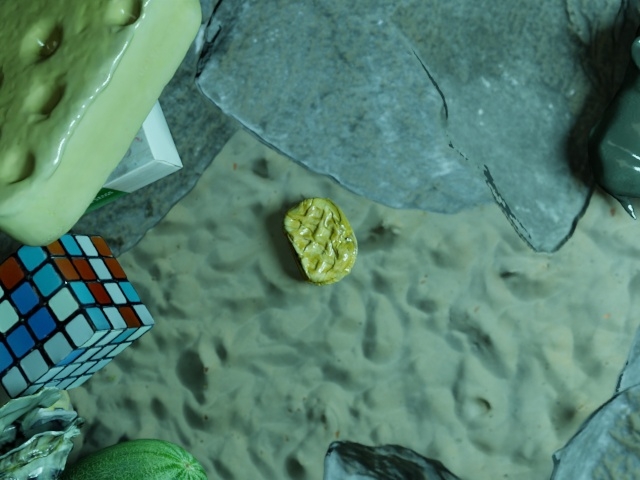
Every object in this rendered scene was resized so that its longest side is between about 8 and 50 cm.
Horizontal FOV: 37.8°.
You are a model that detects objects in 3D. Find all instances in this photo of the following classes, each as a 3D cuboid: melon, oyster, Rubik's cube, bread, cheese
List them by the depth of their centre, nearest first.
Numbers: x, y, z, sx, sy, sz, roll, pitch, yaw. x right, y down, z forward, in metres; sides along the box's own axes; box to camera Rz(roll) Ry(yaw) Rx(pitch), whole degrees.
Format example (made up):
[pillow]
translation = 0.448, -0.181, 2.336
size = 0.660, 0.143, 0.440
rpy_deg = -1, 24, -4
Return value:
[oyster]
translation = -0.413, 0.294, 1.121
size = 0.351, 0.162, 0.158
rpy_deg = -47, 55, 20
[cheese]
translation = -0.335, -0.164, 1.137
size = 0.384, 0.104, 0.384
rpy_deg = -12, 61, 23
[bread]
translation = 0.000, 0.000, 1.145
size = 0.083, 0.044, 0.111
rpy_deg = -28, 77, 14
[melon]
translation = -0.265, 0.354, 1.149
size = 0.287, 0.182, 0.182
rpy_deg = -30, 79, 16
[Rubik's cube]
translation = -0.336, 0.095, 1.198
size = 0.154, 0.155, 0.151
rpy_deg = -37, 79, 14

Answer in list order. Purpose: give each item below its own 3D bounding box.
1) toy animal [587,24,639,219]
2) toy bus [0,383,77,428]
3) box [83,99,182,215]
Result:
[toy animal]
translation = 0.375, -0.140, 0.986
size = 0.146, 0.114, 0.245
rpy_deg = 29, 97, 17
[toy bus]
translation = -0.464, 0.265, 1.271
size = 0.268, 0.092, 0.106
rpy_deg = -29, 71, 16
[box]
translation = -0.299, -0.121, 1.235
size = 0.199, 0.081, 0.135
rpy_deg = -24, 80, 14
